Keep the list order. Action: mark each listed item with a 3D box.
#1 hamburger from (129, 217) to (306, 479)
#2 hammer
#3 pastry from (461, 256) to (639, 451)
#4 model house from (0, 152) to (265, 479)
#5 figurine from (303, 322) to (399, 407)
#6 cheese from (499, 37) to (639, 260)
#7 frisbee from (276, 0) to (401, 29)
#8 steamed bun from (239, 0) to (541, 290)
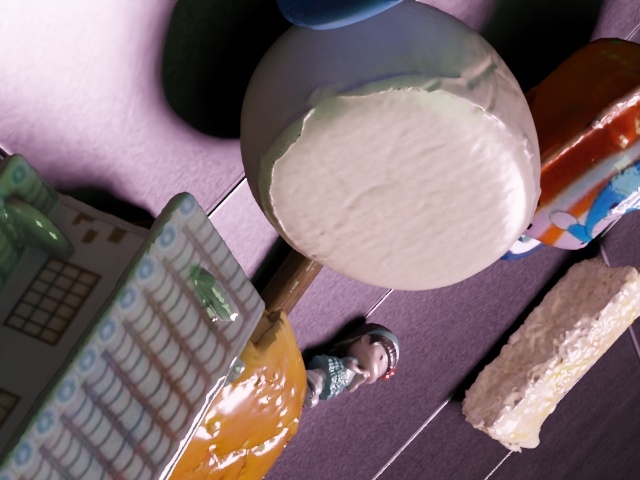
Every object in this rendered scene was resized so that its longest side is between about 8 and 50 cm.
[{"bbox_3d":[-0.121,0.108,0.982,0.244,0.163,0.244,-39,155,-23],"label":"hamburger"},{"bbox_3d":[0.000,0.000,1.166,0.365,0.043,0.111,-55,154,17],"label":"hammer"},{"bbox_3d":[0.253,0.114,1.671,0.258,0.089,0.121,-54,159,11],"label":"pastry"},{"bbox_3d":[-0.171,0.078,0.739,0.224,0.215,0.198,-59,161,-29],"label":"model house"},{"bbox_3d":[0.023,0.112,1.353,0.106,0.047,0.060,-25,131,-32],"label":"figurine"},{"bbox_3d":[0.214,-0.066,1.312,0.217,0.129,0.329,-34,170,-17],"label":"cheese"},{"bbox_3d":[0.062,-0.206,0.812,0.242,0.242,0.045,-46,113,-5],"label":"frisbee"},{"bbox_3d":[0.045,-0.068,1.007,0.177,0.130,0.228,-29,138,18],"label":"steamed bun"}]
